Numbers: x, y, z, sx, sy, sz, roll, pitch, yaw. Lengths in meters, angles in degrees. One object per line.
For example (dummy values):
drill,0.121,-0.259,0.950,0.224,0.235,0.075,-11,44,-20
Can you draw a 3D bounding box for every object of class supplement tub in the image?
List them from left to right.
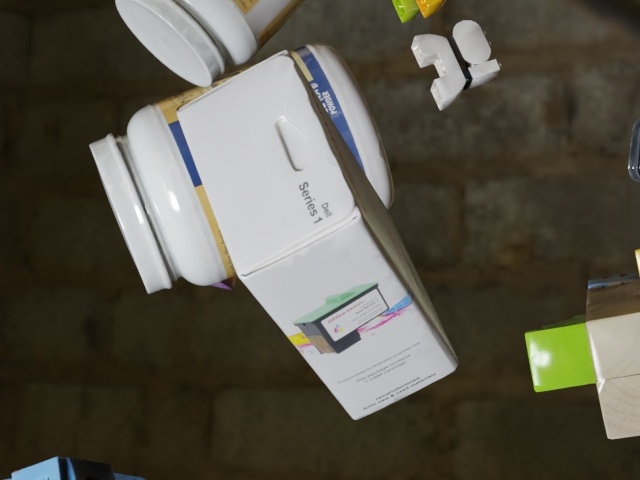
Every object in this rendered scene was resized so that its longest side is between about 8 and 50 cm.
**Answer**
supplement tub,-0.084,-0.259,1.703,0.144,0.200,0.144,39,166,12
supplement tub,-0.095,-0.082,2.125,0.316,0.228,0.228,-22,176,-6

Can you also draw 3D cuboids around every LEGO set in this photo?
LEGO set,0.093,-0.225,1.339,0.093,0.227,0.087,-19,163,-12

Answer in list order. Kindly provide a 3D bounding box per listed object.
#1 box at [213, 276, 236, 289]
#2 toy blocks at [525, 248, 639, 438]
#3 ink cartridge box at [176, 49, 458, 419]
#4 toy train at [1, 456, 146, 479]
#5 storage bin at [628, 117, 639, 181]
box,-0.152,-0.047,2.540,0.057,0.201,0.293,12,173,10
toy blocks,0.372,0.067,1.485,0.381,0.191,0.261,-11,-175,10
ink cartridge box,0.000,0.000,1.570,0.117,0.201,0.278,-27,143,6
toy train,-0.190,0.229,1.469,0.105,0.080,0.184,-21,155,31
storage bin,0.472,-0.103,2.265,0.135,0.098,0.091,3,-174,-33
